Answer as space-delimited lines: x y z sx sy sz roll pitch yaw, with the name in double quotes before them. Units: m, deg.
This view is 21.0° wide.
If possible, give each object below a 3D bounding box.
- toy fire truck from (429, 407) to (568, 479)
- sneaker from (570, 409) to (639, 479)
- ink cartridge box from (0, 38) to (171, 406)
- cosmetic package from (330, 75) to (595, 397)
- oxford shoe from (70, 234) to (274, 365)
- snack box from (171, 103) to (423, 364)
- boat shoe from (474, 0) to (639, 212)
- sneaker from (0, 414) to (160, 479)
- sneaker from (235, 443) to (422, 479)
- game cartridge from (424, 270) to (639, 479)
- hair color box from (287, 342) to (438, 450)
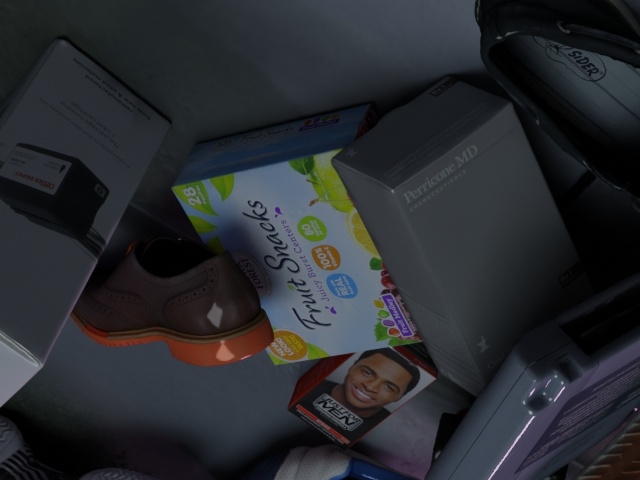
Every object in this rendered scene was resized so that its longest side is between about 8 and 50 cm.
"toy fire truck" 0.171 0.275 1.587 0.159 0.217 0.246 12 173 7
"sneaker" 0.305 0.208 1.434 0.302 0.108 0.121 -41 120 6
"ink cartridge box" -0.271 0.016 1.402 0.129 0.307 0.223 38 130 -14
"cosmetic package" 0.121 0.003 1.371 0.107 0.127 0.238 33 157 53
"oxford shoe" -0.138 0.036 1.488 0.271 0.097 0.098 6 116 50
"snack box" 0.000 0.000 1.461 0.175 0.070 0.207 -10 123 26
"boat shoe" 0.246 -0.080 1.286 0.340 0.113 0.127 43 128 -18
"sneaker" -0.281 0.303 1.755 0.366 0.137 0.210 14 143 22
"sneaker" 0.048 0.331 1.677 0.236 0.130 0.323 -28 109 41
"game cartridge" 0.210 0.109 1.357 0.062 0.297 0.198 50 136 18
"hair color box" 0.040 0.127 1.572 0.072 0.043 0.141 36 129 -12
